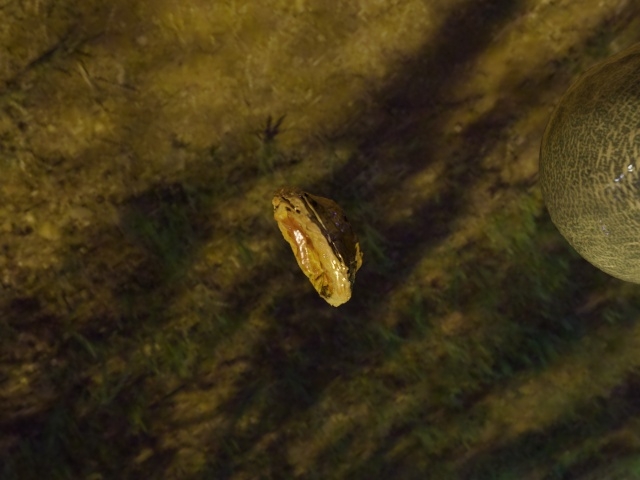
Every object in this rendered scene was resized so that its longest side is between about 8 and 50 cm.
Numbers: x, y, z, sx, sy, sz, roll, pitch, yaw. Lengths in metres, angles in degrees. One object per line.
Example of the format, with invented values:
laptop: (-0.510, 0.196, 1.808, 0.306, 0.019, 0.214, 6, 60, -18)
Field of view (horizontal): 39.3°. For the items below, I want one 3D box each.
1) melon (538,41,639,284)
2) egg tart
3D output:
melon: (0.345, -0.077, 0.895, 0.248, 0.248, 0.329, -43, 173, 12)
egg tart: (0.000, 0.000, 0.850, 0.052, 0.130, 0.130, -30, 155, -15)
